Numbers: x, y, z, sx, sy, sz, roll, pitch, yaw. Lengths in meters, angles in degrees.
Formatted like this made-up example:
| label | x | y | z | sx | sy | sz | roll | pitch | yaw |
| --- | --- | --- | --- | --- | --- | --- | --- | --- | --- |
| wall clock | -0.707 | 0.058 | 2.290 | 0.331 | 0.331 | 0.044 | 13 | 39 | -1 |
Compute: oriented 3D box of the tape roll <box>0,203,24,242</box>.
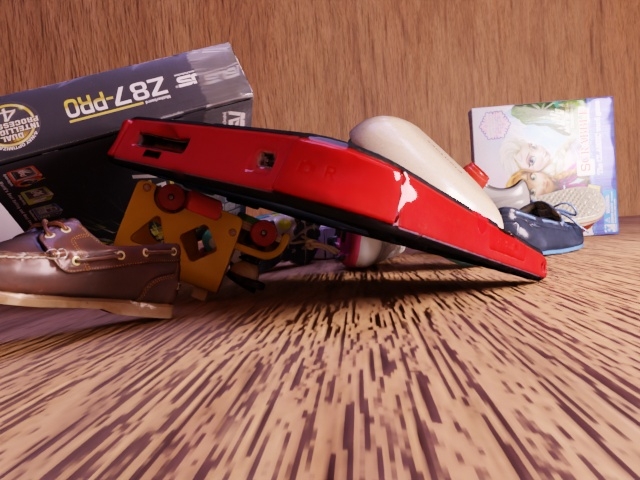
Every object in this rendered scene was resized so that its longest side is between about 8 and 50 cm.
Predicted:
| label | x | y | z | sx | sy | sz | roll | pitch | yaw |
| --- | --- | --- | --- | --- | --- | --- | --- | --- | --- |
| tape roll | -0.776 | 0.003 | 1.229 | 0.286 | 0.100 | 0.286 | -17 | 10 | 3 |

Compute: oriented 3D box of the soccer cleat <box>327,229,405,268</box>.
| label | x | y | z | sx | sy | sz | roll | pitch | yaw |
| --- | --- | --- | --- | --- | --- | --- | --- | --- | --- |
| soccer cleat | 0.092 | -0.018 | 0.962 | 0.143 | 0.116 | 0.331 | 6 | 5 | -3 |

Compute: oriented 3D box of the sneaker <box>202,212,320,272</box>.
| label | x | y | z | sx | sy | sz | roll | pitch | yaw |
| --- | --- | --- | --- | --- | --- | --- | --- | --- | --- |
| sneaker | -0.087 | -0.013 | 1.001 | 0.110 | 0.107 | 0.275 | 10 | 8 | 31 |

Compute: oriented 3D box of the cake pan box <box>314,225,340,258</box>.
| label | x | y | z | sx | sy | sz | roll | pitch | yaw |
| --- | --- | --- | --- | --- | --- | --- | --- | --- | --- |
| cake pan box | 0.000 | 0.000 | 1.275 | 0.267 | 0.070 | 0.246 | -1 | 5 | 44 |

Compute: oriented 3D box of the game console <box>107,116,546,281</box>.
| label | x | y | z | sx | sy | sz | roll | pitch | yaw |
| --- | --- | --- | --- | --- | --- | --- | --- | --- | --- |
| game console | -0.003 | -0.037 | 0.613 | 0.386 | 0.060 | 0.342 | 17 | -3 | 45 |

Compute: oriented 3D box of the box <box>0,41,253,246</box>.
| label | x | y | z | sx | sy | sz | roll | pitch | yaw |
| --- | --- | --- | --- | --- | --- | --- | --- | --- | --- |
| box | -0.265 | -0.086 | 0.832 | 0.318 | 0.097 | 0.395 | -21 | -18 | -18 |

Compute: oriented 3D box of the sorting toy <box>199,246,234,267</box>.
| label | x | y | z | sx | sy | sz | roll | pitch | yaw |
| --- | --- | --- | --- | --- | --- | --- | --- | --- | --- |
| sorting toy | -0.169 | 0.037 | 1.035 | 0.102 | 0.042 | 0.061 | 9 | 22 | 18 |

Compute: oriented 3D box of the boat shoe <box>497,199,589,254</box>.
| label | x | y | z | sx | sy | sz | roll | pitch | yaw |
| --- | --- | --- | --- | --- | --- | --- | --- | --- | --- |
| boat shoe | 0.364 | -0.024 | 0.937 | 0.109 | 0.089 | 0.258 | -2 | 2 | 38 |

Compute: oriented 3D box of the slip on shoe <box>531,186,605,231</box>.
| label | x | y | z | sx | sy | sz | roll | pitch | yaw |
| --- | --- | --- | --- | --- | --- | --- | --- | --- | --- |
| slip on shoe | 0.446 | -0.041 | 1.279 | 0.331 | 0.123 | 0.101 | -8 | -31 | 6 |

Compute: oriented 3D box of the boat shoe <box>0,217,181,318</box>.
| label | x | y | z | sx | sy | sz | roll | pitch | yaw |
| --- | --- | --- | --- | --- | --- | --- | --- | --- | --- |
| boat shoe | -0.200 | 0.018 | 0.454 | 0.073 | 0.073 | 0.207 | 9 | -2 | 38 |

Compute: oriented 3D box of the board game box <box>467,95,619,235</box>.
| label | x | y | z | sx | sy | sz | roll | pitch | yaw |
| --- | --- | --- | --- | --- | --- | --- | --- | --- | --- |
| board game box | 0.520 | -0.163 | 1.364 | 0.318 | 0.318 | 0.066 | -4 | 2 | 7 |

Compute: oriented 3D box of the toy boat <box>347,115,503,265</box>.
| label | x | y | z | sx | sy | sz | roll | pitch | yaw |
| --- | --- | --- | --- | --- | --- | --- | --- | --- | --- |
| toy boat | 0.166 | -0.059 | 0.884 | 0.148 | 0.267 | 0.318 | -48 | -19 | 21 |

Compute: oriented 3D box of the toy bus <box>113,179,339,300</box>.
| label | x | y | z | sx | sy | sz | roll | pitch | yaw |
| --- | --- | --- | --- | --- | --- | --- | --- | --- | --- |
| toy bus | -0.118 | 0.010 | 0.628 | 0.202 | 0.104 | 0.191 | 21 | -1 | 40 |

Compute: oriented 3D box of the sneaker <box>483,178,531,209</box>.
| label | x | y | z | sx | sy | sz | roll | pitch | yaw |
| --- | --- | --- | --- | --- | --- | --- | --- | --- | --- |
| sneaker | 0.253 | -0.072 | 1.078 | 0.271 | 0.108 | 0.100 | 3 | 12 | 14 |
